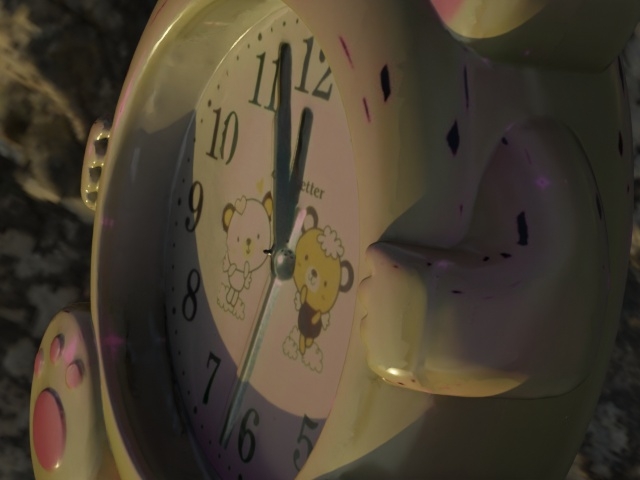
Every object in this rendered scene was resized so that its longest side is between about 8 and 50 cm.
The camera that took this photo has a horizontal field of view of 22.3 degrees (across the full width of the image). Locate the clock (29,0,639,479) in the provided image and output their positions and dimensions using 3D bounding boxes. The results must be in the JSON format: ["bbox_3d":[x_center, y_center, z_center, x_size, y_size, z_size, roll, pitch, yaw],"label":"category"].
[{"bbox_3d":[0.000,0.000,0.612,0.284,0.114,0.309,26,108,57],"label":"clock"}]
